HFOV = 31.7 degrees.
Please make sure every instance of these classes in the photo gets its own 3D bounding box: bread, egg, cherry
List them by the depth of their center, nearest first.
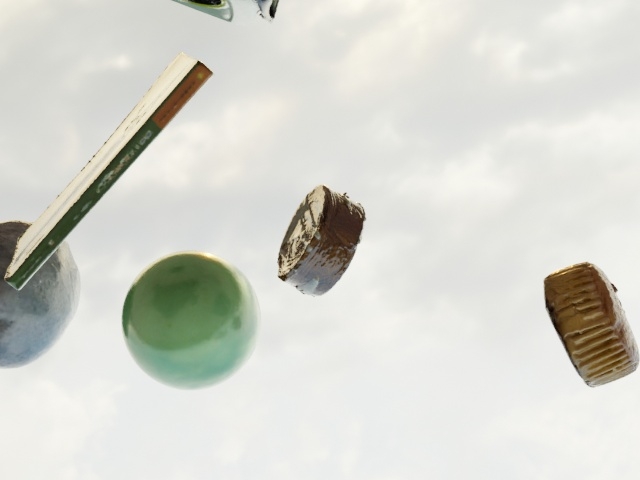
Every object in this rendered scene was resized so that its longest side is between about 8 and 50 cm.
[{"bbox_3d":[0.000,0.000,1.618,0.160,0.073,0.160,-55,-161,30],"label":"bread"},{"bbox_3d":[0.413,0.123,1.702,0.104,0.199,0.199,-24,-151,14],"label":"bread"},{"bbox_3d":[-0.204,0.124,1.793,0.220,0.220,0.269,-19,-169,-1],"label":"egg"},{"bbox_3d":[-0.554,0.092,1.993,0.255,0.218,0.296,39,-138,6],"label":"cherry"}]

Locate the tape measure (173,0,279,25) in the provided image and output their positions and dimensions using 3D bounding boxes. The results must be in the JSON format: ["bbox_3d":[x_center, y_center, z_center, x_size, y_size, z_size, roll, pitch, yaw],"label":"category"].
[{"bbox_3d":[-0.128,-0.334,1.302,0.235,0.115,0.207,18,175,-16],"label":"tape measure"}]

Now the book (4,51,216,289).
[{"bbox_3d":[-0.285,-0.102,1.529,0.371,0.043,0.260,-48,-164,2],"label":"book"}]
